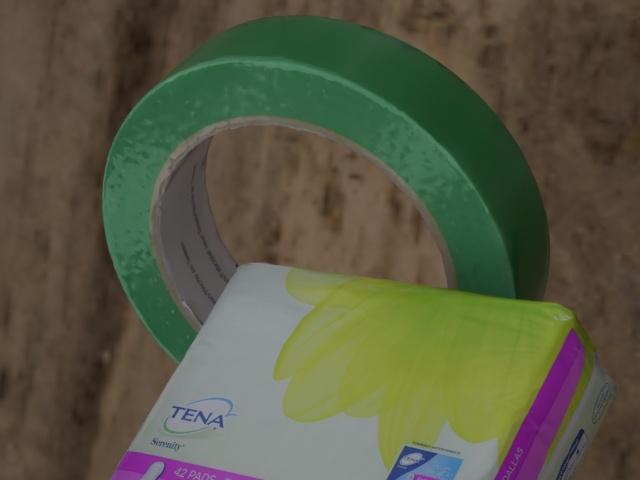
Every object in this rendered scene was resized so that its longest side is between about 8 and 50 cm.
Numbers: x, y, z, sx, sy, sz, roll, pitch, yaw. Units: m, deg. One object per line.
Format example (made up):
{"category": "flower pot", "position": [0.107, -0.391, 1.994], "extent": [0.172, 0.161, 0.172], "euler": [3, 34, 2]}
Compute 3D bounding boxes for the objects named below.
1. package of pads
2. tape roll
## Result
{"category": "package of pads", "position": [0.019, 0.130, 1.157], "extent": [0.296, 0.101, 0.229], "euler": [6, 55, 40]}
{"category": "tape roll", "position": [0.000, 0.000, 1.287], "extent": [0.077, 0.321, 0.321], "euler": [-52, -6, -49]}
